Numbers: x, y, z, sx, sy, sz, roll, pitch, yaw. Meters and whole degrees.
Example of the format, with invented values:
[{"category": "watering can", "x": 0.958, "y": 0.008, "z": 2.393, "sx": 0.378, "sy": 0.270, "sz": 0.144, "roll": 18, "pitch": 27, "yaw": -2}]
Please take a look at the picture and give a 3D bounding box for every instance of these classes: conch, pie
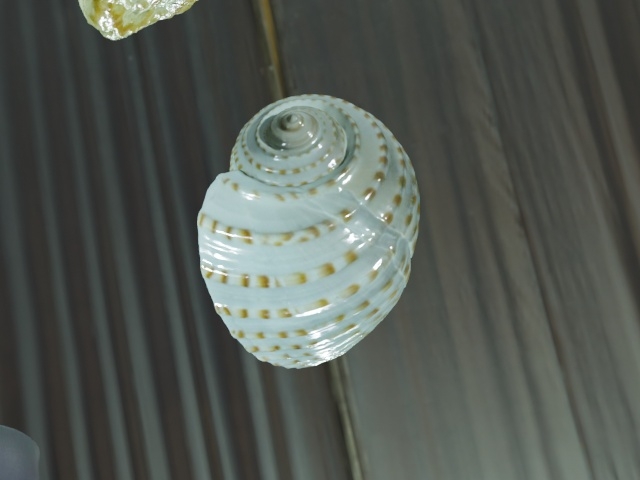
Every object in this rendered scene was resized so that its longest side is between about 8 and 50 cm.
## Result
[{"category": "conch", "x": 0.011, "y": -0.004, "z": 1.321, "sx": 0.215, "sy": 0.303, "sz": 0.319, "roll": -9, "pitch": 131, "yaw": 38}, {"category": "pie", "x": -0.166, "y": -0.332, "z": 1.242, "sx": 0.248, "sy": 0.090, "sz": 0.201, "roll": -35, "pitch": 164, "yaw": -41}]

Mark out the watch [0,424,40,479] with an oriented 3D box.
[{"category": "watch", "x": -0.557, "y": 0.376, "z": 1.549, "sx": 0.327, "sy": 0.314, "sz": 0.335, "roll": 8, "pitch": 144, "yaw": -25}]
